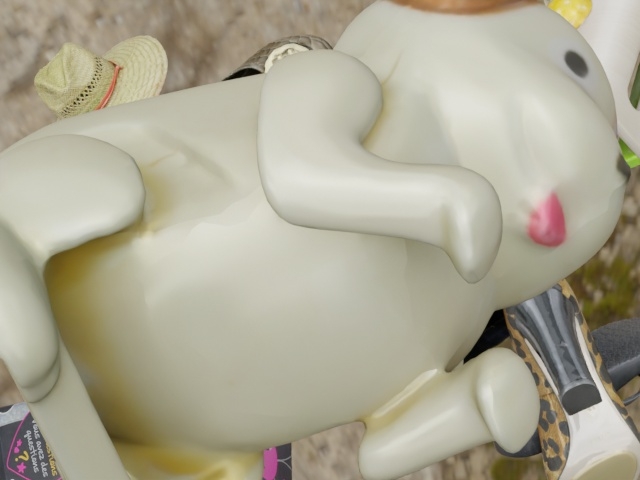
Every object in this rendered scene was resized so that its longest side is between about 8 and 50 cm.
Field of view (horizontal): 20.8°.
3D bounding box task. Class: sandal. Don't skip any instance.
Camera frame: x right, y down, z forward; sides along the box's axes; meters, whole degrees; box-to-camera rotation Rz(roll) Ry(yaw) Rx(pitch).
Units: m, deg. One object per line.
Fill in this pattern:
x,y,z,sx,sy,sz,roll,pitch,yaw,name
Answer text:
0.274,0.152,1.780,0.254,0.097,0.054,-32,113,-24,sandal

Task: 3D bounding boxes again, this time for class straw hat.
-0.189,-0.120,1.356,0.144,0.061,0.144,-31,38,28,straw hat

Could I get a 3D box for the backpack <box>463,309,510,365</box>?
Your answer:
0.130,-0.001,1.912,0.263,0.276,0.213,-10,108,-35,backpack

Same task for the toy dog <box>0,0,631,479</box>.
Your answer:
0.000,0.000,1.056,0.408,0.395,0.285,-27,113,-10,toy dog

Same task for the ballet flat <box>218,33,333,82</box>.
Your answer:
-0.090,-0.093,1.484,0.250,0.058,0.084,-32,75,23,ballet flat

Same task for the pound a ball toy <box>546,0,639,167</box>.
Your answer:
0.225,-0.147,1.637,0.136,0.208,0.319,44,48,-21,pound a ball toy

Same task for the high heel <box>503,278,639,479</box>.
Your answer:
0.235,0.140,1.664,0.093,0.261,0.186,-19,47,1,high heel

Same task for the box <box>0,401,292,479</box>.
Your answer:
-0.142,0.210,1.302,0.142,0.247,0.163,-12,71,33,box

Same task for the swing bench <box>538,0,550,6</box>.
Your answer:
0.187,-0.229,2.061,0.255,0.253,0.165,46,51,5,swing bench
